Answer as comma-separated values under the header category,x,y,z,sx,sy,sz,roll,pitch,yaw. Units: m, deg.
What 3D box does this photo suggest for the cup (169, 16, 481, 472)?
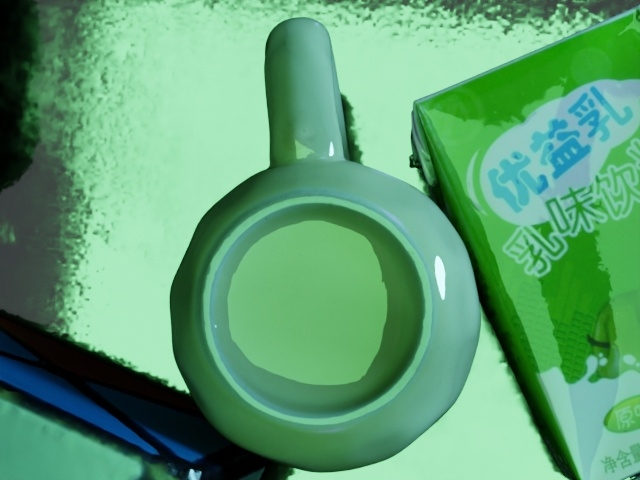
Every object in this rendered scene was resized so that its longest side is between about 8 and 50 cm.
category,x,y,z,sx,sy,sz,roll,pitch,yaw
cup,0.019,0.008,0.863,0.173,0.202,0.255,17,85,7

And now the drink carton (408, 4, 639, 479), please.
category,x,y,z,sx,sy,sz,roll,pitch,yaw
drink carton,0.173,0.014,0.898,0.161,0.108,0.271,-23,81,0

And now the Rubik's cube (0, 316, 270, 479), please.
category,x,y,z,sx,sy,sz,roll,pitch,yaw
Rubik's cube,-0.197,0.186,0.841,0.246,0.248,0.250,23,88,7
